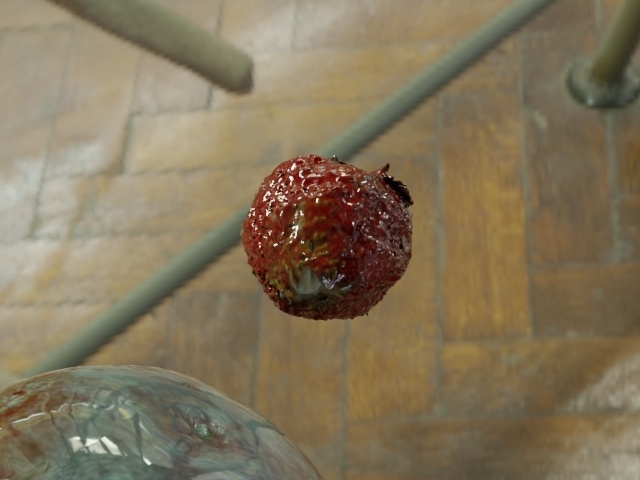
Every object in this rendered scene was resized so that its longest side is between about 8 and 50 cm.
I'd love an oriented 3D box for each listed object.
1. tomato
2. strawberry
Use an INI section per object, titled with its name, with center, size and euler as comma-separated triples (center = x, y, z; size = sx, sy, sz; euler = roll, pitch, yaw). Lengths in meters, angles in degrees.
[tomato]
center = -0.128, 0.228, 1.042
size = 0.317, 0.282, 0.316
euler = 21, 22, -9
[strawberry]
center = 0.000, 0.001, 0.954
size = 0.106, 0.106, 0.106
euler = -5, 48, 5
